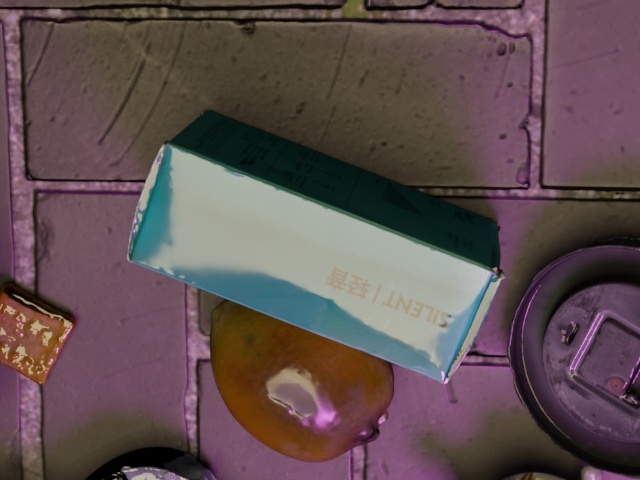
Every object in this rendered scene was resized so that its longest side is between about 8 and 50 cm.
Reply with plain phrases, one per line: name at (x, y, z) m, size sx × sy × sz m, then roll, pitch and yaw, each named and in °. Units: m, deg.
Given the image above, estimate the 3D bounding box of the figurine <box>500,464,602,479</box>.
figurine at (0.176, 0.339, 1.500) m, size 0.193 × 0.133 × 0.274 m, roll 22°, pitch 114°, yaw 3°

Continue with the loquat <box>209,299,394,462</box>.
loquat at (-0.022, 0.123, 1.456) m, size 0.195 × 0.152 × 0.152 m, roll 38°, pitch 104°, yaw 4°

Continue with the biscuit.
biscuit at (-0.294, 0.093, 1.536) m, size 0.083 × 0.018 × 0.081 m, roll 28°, pitch 105°, yaw -1°

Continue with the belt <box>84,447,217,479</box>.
belt at (-0.183, 0.296, 1.543) m, size 0.198 × 0.078 × 0.151 m, roll -43°, pitch 94°, yaw 12°

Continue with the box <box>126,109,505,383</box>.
box at (0.000, 0.000, 1.390) m, size 0.311 × 0.205 × 0.118 m, roll 21°, pitch 106°, yaw 0°

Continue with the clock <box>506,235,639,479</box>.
clock at (0.286, 0.107, 1.426) m, size 0.226 × 0.049 × 0.226 m, roll 9°, pitch 107°, yaw 29°
